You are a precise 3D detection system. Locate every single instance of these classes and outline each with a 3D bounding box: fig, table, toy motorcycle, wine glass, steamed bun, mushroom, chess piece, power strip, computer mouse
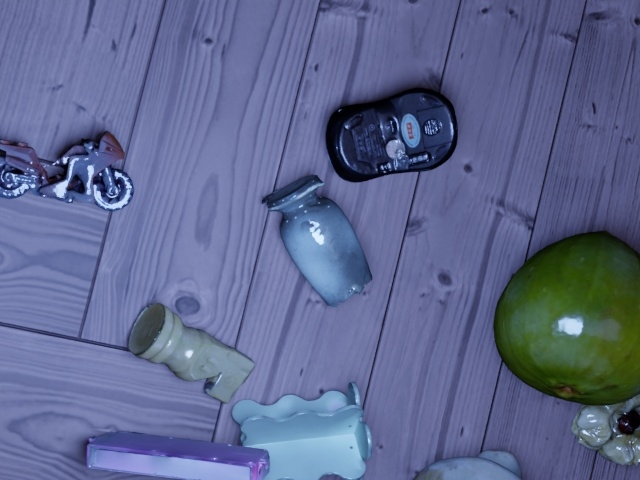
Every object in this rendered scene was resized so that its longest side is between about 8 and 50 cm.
[{"bbox_3d":[0.450,0.119,1.788,0.316,0.316,0.316,-1,93,-22],"label":"fig"},{"bbox_3d":[-0.037,0.317,1.667,0.198,0.166,0.166,-4,94,-14],"label":"table"},{"bbox_3d":[-0.377,-0.111,1.538,0.212,0.084,0.118,6,99,-18],"label":"toy motorcycle"},{"bbox_3d":[0.000,0.000,1.680,0.111,0.111,0.204,-33,101,-17],"label":"wine glass"},{"bbox_3d":[0.549,0.312,1.925,0.192,0.106,0.177,32,79,-19],"label":"steamed bun"},{"bbox_3d":[0.266,0.448,1.781,0.243,0.243,0.243,-1,93,-22],"label":"mushroom"},{"bbox_3d":[-0.195,0.180,1.634,0.200,0.090,0.090,34,80,-32],"label":"chess piece"},{"bbox_3d":[-0.209,0.323,1.552,0.279,0.109,0.037,5,93,10],"label":"power strip"},{"bbox_3d":[0.113,-0.173,1.727,0.233,0.096,0.137,-11,92,-17],"label":"computer mouse"}]
